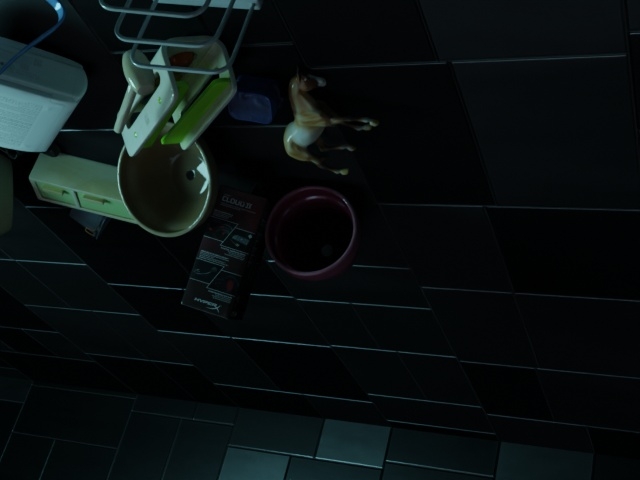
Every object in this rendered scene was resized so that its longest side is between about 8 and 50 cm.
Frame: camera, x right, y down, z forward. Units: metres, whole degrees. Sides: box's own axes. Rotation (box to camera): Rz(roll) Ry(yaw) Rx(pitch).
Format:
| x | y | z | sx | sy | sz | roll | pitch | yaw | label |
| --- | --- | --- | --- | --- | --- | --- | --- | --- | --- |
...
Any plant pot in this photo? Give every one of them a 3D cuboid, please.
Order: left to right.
| x | y | z | sx | sy | sz | roll | pitch | yaw | label |
| --- | --- | --- | --- | --- | --- | --- | --- | --- | --- |
| -0.298 | -0.133 | 1.922 | 0.237 | 0.238 | 0.109 | 1 | -170 | 27 | plant pot |
| 0.000 | 0.000 | 1.997 | 0.201 | 0.202 | 0.180 | 7 | 167 | 17 | plant pot |

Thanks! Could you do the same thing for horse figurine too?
| x | y | z | sx | sy | sz | roll | pitch | yaw | label |
| --- | --- | --- | --- | --- | --- | --- | --- | --- | --- |
| -0.003 | -0.205 | 1.733 | 0.174 | 0.066 | 0.263 | 15 | 151 | -11 | horse figurine |

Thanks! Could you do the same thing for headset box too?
| x | y | z | sx | sy | sz | roll | pitch | yaw | label |
| --- | --- | --- | --- | --- | --- | --- | --- | --- | --- |
| -0.188 | 0.018 | 1.989 | 0.110 | 0.293 | 0.218 | 17 | 175 | 4 | headset box |

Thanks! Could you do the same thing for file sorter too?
| x | y | z | sx | sy | sz | roll | pitch | yaw | label |
| --- | --- | --- | --- | --- | --- | --- | --- | --- | --- |
| -0.227 | -0.400 | 1.373 | 0.192 | 0.173 | 0.278 | 8 | 152 | 16 | file sorter |

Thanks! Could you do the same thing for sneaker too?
| x | y | z | sx | sy | sz | roll | pitch | yaw | label |
| --- | --- | --- | --- | --- | --- | --- | --- | --- | --- |
| -0.663 | -0.211 | 2.043 | 0.051 | 0.089 | 0.170 | -10 | 143 | 40 | sneaker |

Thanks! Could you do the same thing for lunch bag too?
| x | y | z | sx | sy | sz | roll | pitch | yaw | label |
| --- | --- | --- | --- | --- | --- | --- | --- | --- | --- |
| -0.116 | -0.262 | 1.688 | 0.098 | 0.065 | 0.067 | 12 | 137 | 11 | lunch bag |

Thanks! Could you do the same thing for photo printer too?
| x | y | z | sx | sy | sz | roll | pitch | yaw | label |
| --- | --- | --- | --- | --- | --- | --- | --- | --- | --- |
| -0.630 | -0.282 | 1.840 | 0.255 | 0.107 | 0.307 | 14 | 156 | -26 | photo printer |

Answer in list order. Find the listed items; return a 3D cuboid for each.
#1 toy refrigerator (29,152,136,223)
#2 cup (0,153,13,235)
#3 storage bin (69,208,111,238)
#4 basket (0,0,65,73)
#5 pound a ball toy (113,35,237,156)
| x | y | z | sx | sy | sz | roll | pitch | yaw | label |
| --- | --- | --- | --- | --- | --- | --- | --- | --- | --- |
| -0.525 | -0.119 | 2.136 | 0.269 | 0.094 | 0.102 | 15 | 153 | 4 | toy refrigerator |
| -0.844 | -0.109 | 2.144 | 0.236 | 0.331 | 0.331 | -1 | 159 | -22 | cup |
| -0.561 | -0.071 | 2.256 | 0.091 | 0.098 | 0.135 | 32 | 150 | -7 | storage bin |
| -0.588 | -0.402 | 1.488 | 0.289 | 0.255 | 0.201 | 45 | 144 | -12 | basket |
| -0.296 | -0.270 | 1.653 | 0.208 | 0.136 | 0.319 | -11 | 167 | -31 | pound a ball toy |
